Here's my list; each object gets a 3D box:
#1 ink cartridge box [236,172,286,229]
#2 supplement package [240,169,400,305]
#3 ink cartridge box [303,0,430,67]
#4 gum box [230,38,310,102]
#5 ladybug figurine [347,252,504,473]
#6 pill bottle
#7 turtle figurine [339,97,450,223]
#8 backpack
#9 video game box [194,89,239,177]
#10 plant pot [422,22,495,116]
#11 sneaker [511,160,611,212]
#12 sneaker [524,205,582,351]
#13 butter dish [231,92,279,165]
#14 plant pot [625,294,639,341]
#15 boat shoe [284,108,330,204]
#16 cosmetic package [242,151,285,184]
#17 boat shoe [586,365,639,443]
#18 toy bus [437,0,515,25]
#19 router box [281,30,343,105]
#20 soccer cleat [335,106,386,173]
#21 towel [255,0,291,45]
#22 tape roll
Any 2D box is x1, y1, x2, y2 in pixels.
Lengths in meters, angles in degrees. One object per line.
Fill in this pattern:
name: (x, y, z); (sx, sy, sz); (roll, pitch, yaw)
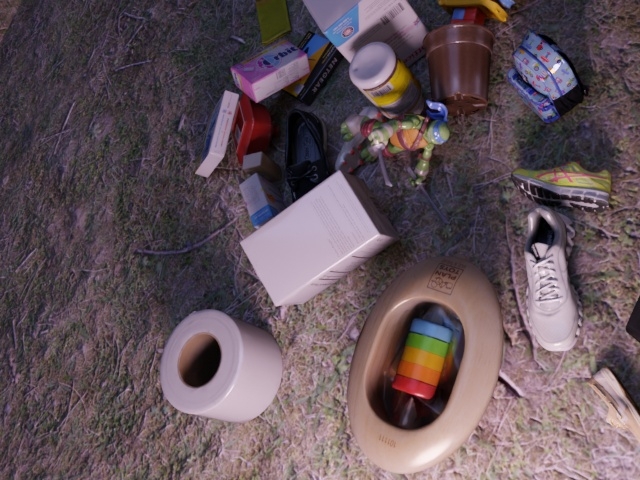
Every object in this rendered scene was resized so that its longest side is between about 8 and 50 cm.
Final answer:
ink cartridge box: (-0.144, -0.101, 1.879); (0.061, 0.104, 0.181); (-34, 57, 16)
supplement package: (0.000, 0.000, 1.677); (0.292, 0.175, 0.178); (-34, 76, 16)
ink cartridge box: (0.117, -0.549, 1.794); (0.198, 0.270, 0.197); (-36, 54, 15)
gum box: (-0.127, -0.455, 1.939); (0.188, 0.062, 0.107); (-33, 51, -17)
ladybug figurine: (0.223, 0.245, 1.467); (0.305, 0.162, 0.450); (18, 82, 37)
pill bottle: (0.165, -0.365, 1.722); (0.117, 0.215, 0.117); (-13, 65, 28)
turtle figurine: (0.158, -0.192, 1.661); (0.266, 0.197, 0.275); (17, 104, 52)
backpack: (0.470, -0.355, 1.550); (0.117, 0.173, 0.158); (-40, 55, 12)
video game box: (-0.288, -0.291, 2.017); (0.205, 0.048, 0.187); (151, 135, -66)
plant pot: (0.317, -0.383, 1.677); (0.166, 0.167, 0.165); (-5, 76, 31)
sneaker: (0.498, -0.123, 1.504); (0.208, 0.081, 0.094); (17, 73, 29)
sneaker: (0.443, 0.070, 1.429); (0.110, 0.118, 0.292); (-10, 67, 27)
butter dish: (-0.169, -0.300, 1.976); (0.160, 0.118, 0.160); (-108, 31, -43)
plant pot: (0.641, 0.141, 1.244); (0.167, 0.188, 0.188); (21, 83, 50)
boat shoe: (-0.037, -0.184, 1.840); (0.127, 0.113, 0.340); (-11, 65, 27)
cosmetic package: (-0.148, -0.185, 1.909); (0.060, 0.115, 0.041); (-10, 66, 29)
boat shoe: (0.538, 0.308, 1.307); (0.059, 0.063, 0.170); (-37, 46, 17)
toy bus: (0.389, -0.581, 1.725); (0.220, 0.149, 0.212); (10, 90, 32)
router box: (-0.032, -0.471, 1.997); (0.133, 0.046, 0.179); (36, 92, 37)
soccer cleat: (0.089, -0.249, 1.821); (0.076, 0.068, 0.196); (25, 78, 42)
towel: (-0.147, -0.694, 2.178); (0.102, 0.021, 0.237); (-23, 60, 24)
tape roll: (-0.235, 0.300, 1.733); (0.246, 0.169, 0.246); (-12, 65, 28)
